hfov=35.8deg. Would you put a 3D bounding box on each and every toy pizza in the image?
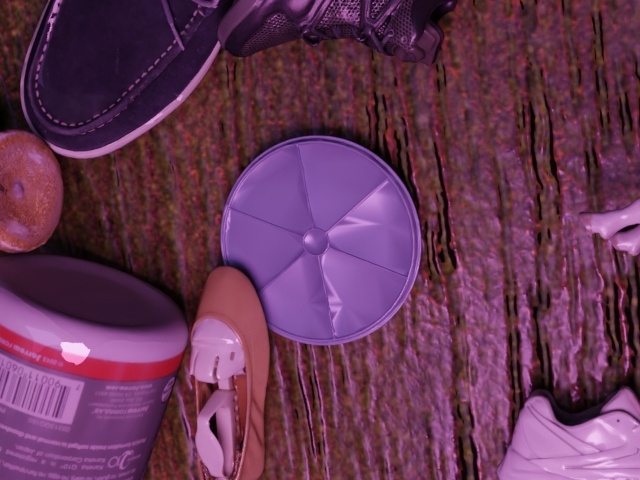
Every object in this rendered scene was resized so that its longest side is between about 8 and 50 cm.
[{"bbox_3d":[0.000,0.000,0.950,0.201,0.032,0.201,2,97,18],"label":"toy pizza"}]

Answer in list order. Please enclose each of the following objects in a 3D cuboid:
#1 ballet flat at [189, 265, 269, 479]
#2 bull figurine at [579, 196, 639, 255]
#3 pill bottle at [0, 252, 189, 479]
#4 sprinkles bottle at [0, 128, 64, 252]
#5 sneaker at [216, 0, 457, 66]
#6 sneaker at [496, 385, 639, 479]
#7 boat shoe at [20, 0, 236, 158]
[{"bbox_3d":[-0.091,0.142,0.954,0.080,0.073,0.232,4,107,28],"label":"ballet flat"},{"bbox_3d":[0.336,-0.015,0.799,0.188,0.101,0.310,-36,81,23],"label":"bull figurine"},{"bbox_3d":[-0.277,0.213,0.974,0.210,0.210,0.363,23,103,15],"label":"pill bottle"},{"bbox_3d":[-0.435,-0.047,1.021,0.355,0.121,0.121,-1,96,28],"label":"sprinkles bottle"},{"bbox_3d":[0.024,-0.197,0.880,0.227,0.087,0.130,-24,85,5],"label":"sneaker"},{"bbox_3d":[0.273,0.188,0.849,0.232,0.090,0.115,12,96,16],"label":"sneaker"},{"bbox_3d":[-0.134,-0.282,0.903,0.187,0.156,0.500,45,109,8],"label":"boat shoe"}]
